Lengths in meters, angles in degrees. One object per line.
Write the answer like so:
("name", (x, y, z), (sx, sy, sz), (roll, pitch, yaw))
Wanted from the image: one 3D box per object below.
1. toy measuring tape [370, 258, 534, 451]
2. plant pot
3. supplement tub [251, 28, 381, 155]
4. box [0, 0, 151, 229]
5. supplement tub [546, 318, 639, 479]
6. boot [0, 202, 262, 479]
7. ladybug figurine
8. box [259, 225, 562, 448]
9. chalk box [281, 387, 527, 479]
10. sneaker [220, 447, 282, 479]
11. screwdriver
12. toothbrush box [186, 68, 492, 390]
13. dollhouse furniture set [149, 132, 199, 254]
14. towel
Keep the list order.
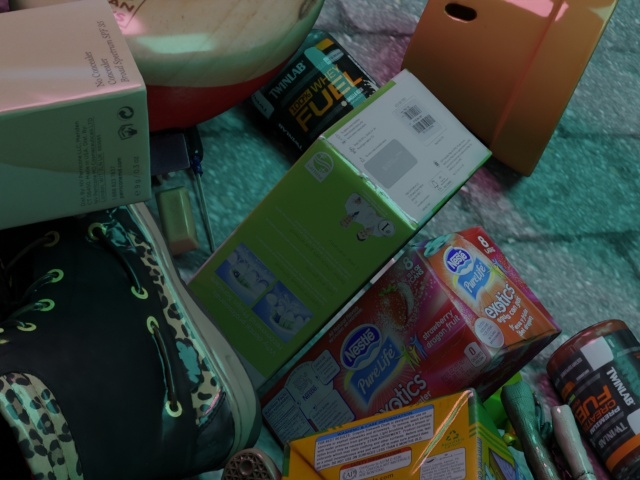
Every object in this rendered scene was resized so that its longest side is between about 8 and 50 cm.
("toy measuring tape", (0.100, 0.094, 1.918), (0.330, 0.121, 0.121), (45, 32, 17))
("plant pot", (0.228, -0.249, 2.306), (0.203, 0.291, 0.291), (25, 34, 4))
("supplement tub", (0.005, -0.149, 2.077), (0.190, 0.117, 0.117), (46, 33, 5))
("box", (-0.305, -0.088, 1.535), (0.311, 0.121, 0.148), (-12, 43, -16))
("supplement tub", (0.336, 0.190, 2.056), (0.106, 0.106, 0.198), (-4, 54, -48))
("boot", (-0.243, 0.068, 1.566), (0.377, 0.138, 0.284), (55, 35, 8))
("ladybug figurine", (-0.157, -0.234, 1.918), (0.305, 0.162, 0.449), (19, 33, 11))
("box", (0.077, 0.117, 1.726), (0.122, 0.257, 0.128), (-16, 65, -51))
("chalk box", (0.103, 0.298, 1.581), (0.179, 0.180, 0.289), (-87, 154, -49))
("sneaker", (-0.033, 0.267, 1.606), (0.071, 0.066, 0.188), (1, 72, -67))
("screwdriver", (-0.119, -0.056, 1.930), (0.025, 0.024, 0.170), (-9, 56, -17))
("toothbrush box", (0.000, 0.000, 1.752), (0.122, 0.283, 0.206), (44, 33, 3))
("dollhouse furniture set", (-0.164, -0.035, 1.870), (0.081, 0.091, 0.114), (82, -4, -80))
("towel", (0.266, 0.308, 1.742), (0.312, 0.056, 0.324), (63, 3, -57))
